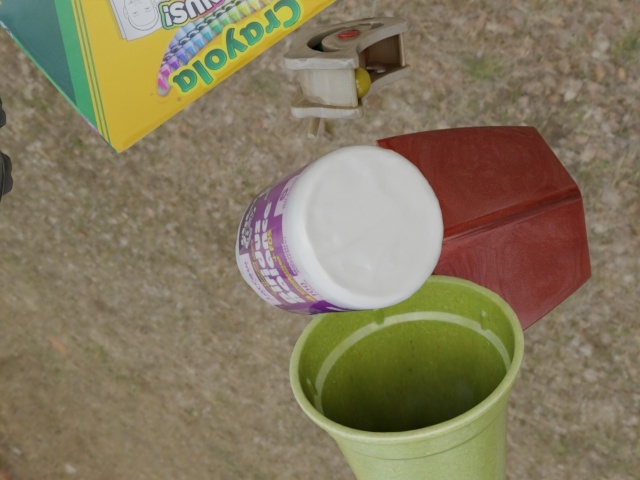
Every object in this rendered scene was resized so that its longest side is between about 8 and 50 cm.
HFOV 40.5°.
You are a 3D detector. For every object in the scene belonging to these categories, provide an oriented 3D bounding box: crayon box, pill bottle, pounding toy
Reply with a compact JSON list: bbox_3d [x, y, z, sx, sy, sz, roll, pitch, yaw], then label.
[{"bbox_3d":[-0.114,-0.222,0.726,0.165,0.278,0.081,52,-175,-33],"label":"crayon box"},{"bbox_3d":[0.000,0.000,0.993,0.169,0.169,0.301,39,162,-12],"label":"pill bottle"},{"bbox_3d":[0.046,-0.211,1.178,0.154,0.269,0.155,-4,116,9],"label":"pounding toy"}]

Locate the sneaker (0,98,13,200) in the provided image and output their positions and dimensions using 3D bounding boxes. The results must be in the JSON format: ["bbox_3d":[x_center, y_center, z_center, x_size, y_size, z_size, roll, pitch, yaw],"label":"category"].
[{"bbox_3d":[-0.237,-0.109,0.373,0.097,0.135,0.276,-21,98,21],"label":"sneaker"}]

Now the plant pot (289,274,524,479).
[{"bbox_3d":[0.124,0.225,1.074,0.276,0.276,0.254,11,132,34],"label":"plant pot"}]

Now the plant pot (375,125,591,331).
[{"bbox_3d":[0.251,-0.019,1.288,0.235,0.267,0.267,-20,130,3],"label":"plant pot"}]
